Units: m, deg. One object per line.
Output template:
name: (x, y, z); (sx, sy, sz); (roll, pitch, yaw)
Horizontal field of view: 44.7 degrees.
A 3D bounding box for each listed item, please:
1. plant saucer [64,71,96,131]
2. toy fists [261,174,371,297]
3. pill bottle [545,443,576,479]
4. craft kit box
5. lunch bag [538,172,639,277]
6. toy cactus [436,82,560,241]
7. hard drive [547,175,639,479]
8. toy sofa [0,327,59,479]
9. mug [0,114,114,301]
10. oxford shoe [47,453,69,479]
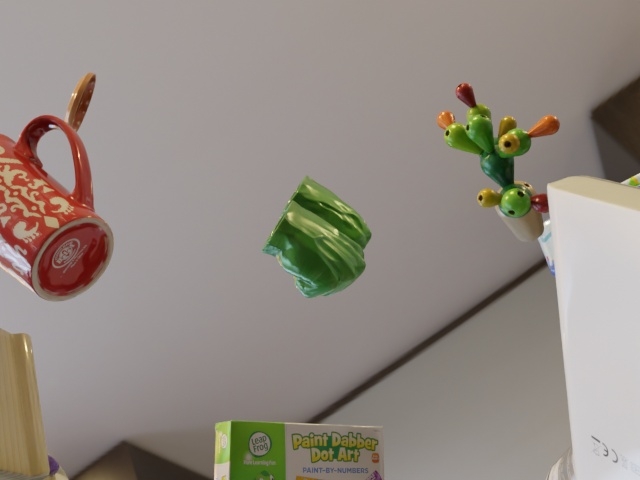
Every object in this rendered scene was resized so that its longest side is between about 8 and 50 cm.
plant saucer: (-0.297, -0.168, 0.957); (0.013, 0.083, 0.083); (21, -58, -10)
toy fists: (0.000, 0.000, 1.178); (0.142, 0.279, 0.096); (33, -71, -5)
pill bottle: (0.458, 0.395, 1.247); (0.161, 0.161, 0.283); (-17, -32, -16)
craft kit box: (-0.024, 0.375, 1.059); (0.249, 0.247, 0.061); (9, -23, -30)
lunch bag: (0.403, -0.011, 1.008); (0.219, 0.090, 0.176); (-30, -33, 26)
toy cactus: (0.216, -0.079, 0.880); (0.112, 0.219, 0.180); (-31, -56, 6)
hard drive: (0.289, 0.136, 0.644); (0.047, 0.233, 0.353); (-17, -71, -17)
toy sofa: (-0.448, 0.204, 0.739); (0.362, 0.150, 0.177); (-17, -22, -1)
mug: (-0.285, -0.037, 0.755); (0.113, 0.169, 0.150); (-9, -54, -54)
oxford shoe: (-0.553, 0.383, 1.148); (0.169, 0.130, 0.449); (-49, -33, 12)
